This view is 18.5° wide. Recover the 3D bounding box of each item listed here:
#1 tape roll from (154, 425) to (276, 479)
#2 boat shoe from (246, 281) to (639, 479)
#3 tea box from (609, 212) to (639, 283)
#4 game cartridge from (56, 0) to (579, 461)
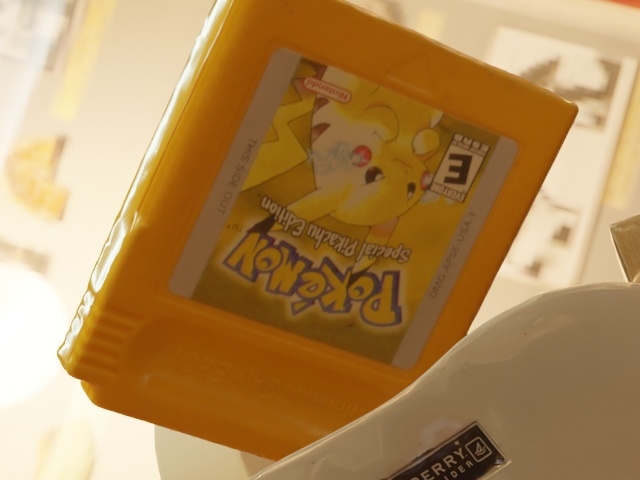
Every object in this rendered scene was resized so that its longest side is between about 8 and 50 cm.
[{"bbox_3d":[-0.008,0.187,1.726,0.100,0.286,0.286,-30,17,36],"label":"tape roll"},{"bbox_3d":[0.057,0.100,0.736,0.267,0.096,0.088,-28,-20,-35],"label":"boat shoe"},{"bbox_3d":[0.330,0.112,1.166,0.329,0.220,0.323,24,-136,-79],"label":"tea box"},{"bbox_3d":[0.000,0.000,1.380,0.324,0.285,0.052,-66,29,8],"label":"game cartridge"}]
